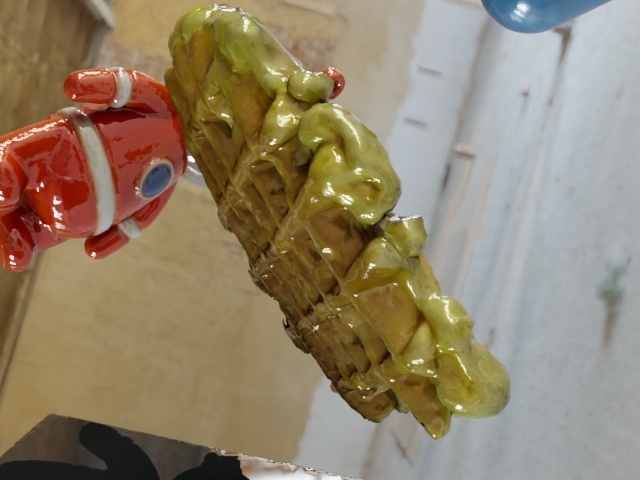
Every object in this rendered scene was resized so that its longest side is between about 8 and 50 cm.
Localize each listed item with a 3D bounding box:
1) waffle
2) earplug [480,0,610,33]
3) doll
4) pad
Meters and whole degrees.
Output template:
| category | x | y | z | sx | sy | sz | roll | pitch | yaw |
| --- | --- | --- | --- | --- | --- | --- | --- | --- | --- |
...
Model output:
| category | x | y | z | sx | sy | sz | roll | pitch | yaw |
| --- | --- | --- | --- | --- | --- | --- | --- | --- | --- |
| waffle | -0.003 | -0.002 | 0.646 | 0.281 | 0.058 | 0.301 | 63 | 167 | -19 |
| earplug | 0.277 | -0.296 | 1.117 | 0.273 | 0.132 | 0.132 | -30 | -7 | -9 |
| doll | -0.118 | -0.079 | 0.948 | 0.336 | 0.105 | 0.199 | -24 | -37 | -26 |
| pad | -0.092 | 0.186 | 0.755 | 0.202 | 0.300 | 0.005 | -49 | -34 | -68 |
